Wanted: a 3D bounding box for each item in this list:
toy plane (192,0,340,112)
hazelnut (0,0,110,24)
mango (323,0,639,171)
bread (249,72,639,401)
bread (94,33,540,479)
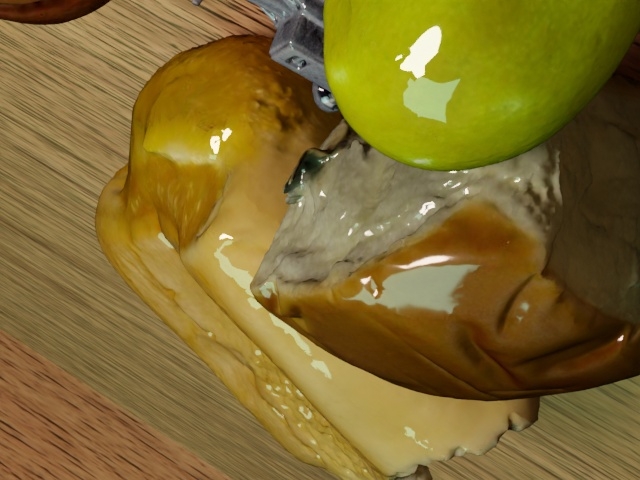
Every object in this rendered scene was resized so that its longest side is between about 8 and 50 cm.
[{"bbox_3d":[-0.012,-0.159,1.281,0.267,0.088,0.212,22,163,-23],"label":"toy plane"},{"bbox_3d":[-0.232,-0.255,1.392,0.208,0.208,0.208,32,159,14],"label":"hazelnut"},{"bbox_3d":[0.106,-0.165,1.011,0.149,0.273,0.185,22,-166,-34],"label":"mango"},{"bbox_3d":[0.109,-0.006,1.198,0.250,0.225,0.279,-4,165,40],"label":"bread"},{"bbox_3d":[0.000,0.000,1.501,0.394,0.250,0.361,47,163,-14],"label":"bread"}]
